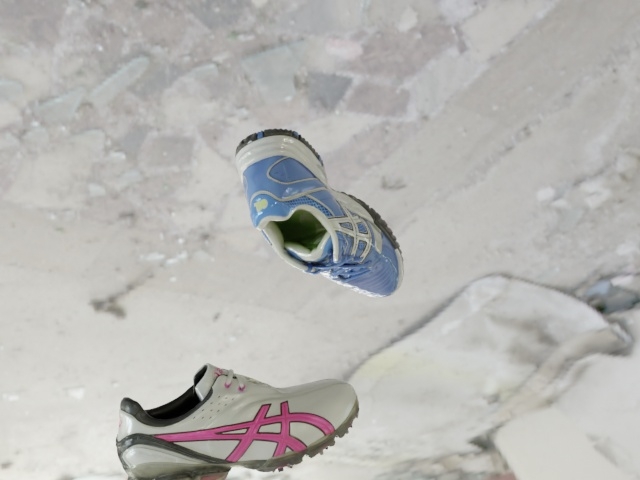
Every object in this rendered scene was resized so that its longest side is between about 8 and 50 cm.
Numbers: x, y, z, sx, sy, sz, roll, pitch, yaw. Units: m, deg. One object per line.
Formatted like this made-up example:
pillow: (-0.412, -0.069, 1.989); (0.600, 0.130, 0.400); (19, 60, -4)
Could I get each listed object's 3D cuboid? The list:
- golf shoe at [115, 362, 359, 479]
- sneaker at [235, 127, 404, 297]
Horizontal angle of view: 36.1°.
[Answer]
golf shoe: (-0.055, 0.127, 0.710); (0.186, 0.085, 0.067); (-15, -171, -27)
sneaker: (0.000, 0.000, 0.804); (0.080, 0.081, 0.211); (-26, 137, 26)
